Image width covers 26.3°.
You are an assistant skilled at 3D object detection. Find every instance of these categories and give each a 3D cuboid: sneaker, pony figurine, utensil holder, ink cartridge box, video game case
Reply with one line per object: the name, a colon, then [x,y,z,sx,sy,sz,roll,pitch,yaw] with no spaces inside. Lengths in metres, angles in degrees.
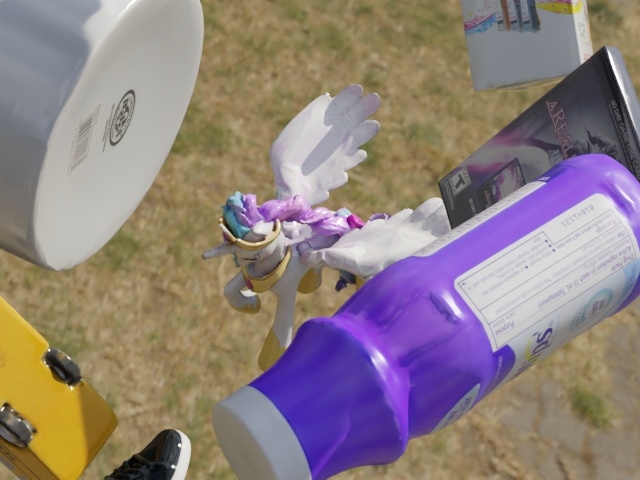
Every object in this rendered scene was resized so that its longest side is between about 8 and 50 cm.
sneaker: [-0.249,0.296,1.619,0.121,0.079,0.217,45,67,-32]
pony figurine: [0.000,0.000,1.967,0.351,0.363,0.303,-33,61,-12]
utensil holder: [-0.350,-0.186,1.319,0.385,0.328,0.327,25,39,11]
ink cartridge box: [0.231,-0.259,1.539,0.127,0.176,0.128,-7,3,19]
video game case: [0.223,-0.034,1.332,0.026,0.274,0.196,1,64,-32]

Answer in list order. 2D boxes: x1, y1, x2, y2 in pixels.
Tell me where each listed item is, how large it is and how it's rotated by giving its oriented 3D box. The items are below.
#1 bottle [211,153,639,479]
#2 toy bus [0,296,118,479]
bottle: [0.071,0.052,0.786,0.283,0.118,0.092,-30,72,-25]
toy bus: [-0.374,0.131,1.498,0.333,0.130,0.108,48,57,-18]
